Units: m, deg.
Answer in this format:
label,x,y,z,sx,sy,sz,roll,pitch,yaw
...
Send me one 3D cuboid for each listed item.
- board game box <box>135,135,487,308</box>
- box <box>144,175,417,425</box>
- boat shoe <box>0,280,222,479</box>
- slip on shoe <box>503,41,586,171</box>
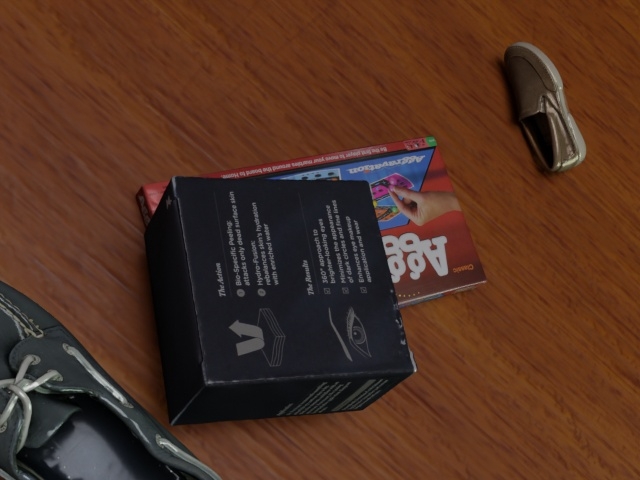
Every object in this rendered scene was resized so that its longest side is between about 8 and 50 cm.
label,x,y,z,sx,sy,sz,roll,pitch,yaw
board game box,0.000,0.000,0.826,0.281,0.027,0.145,-13,78,-28
box,-0.034,0.042,0.715,0.158,0.093,0.155,0,63,-25
boat shoe,-0.181,0.111,0.660,0.319,0.099,0.116,44,59,-5
slip on shoe,0.211,-0.129,0.959,0.041,0.051,0.135,-23,90,-32
